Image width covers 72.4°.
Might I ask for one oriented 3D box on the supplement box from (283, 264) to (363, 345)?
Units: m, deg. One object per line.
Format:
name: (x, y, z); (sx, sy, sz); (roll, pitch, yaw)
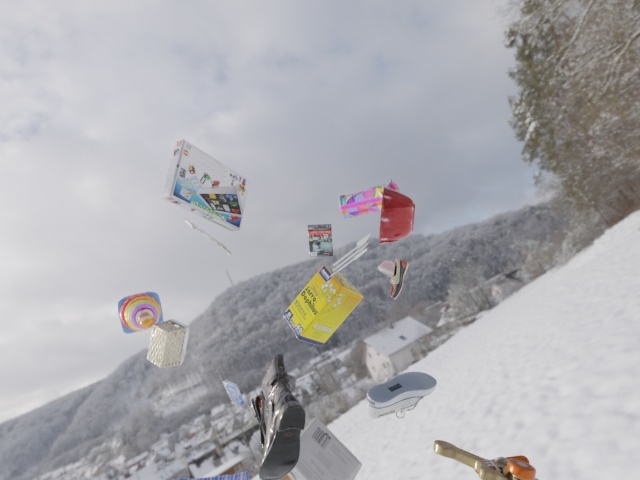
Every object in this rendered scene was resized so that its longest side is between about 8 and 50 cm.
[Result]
supplement box: (0.011, 0.340, 2.274); (0.195, 0.194, 0.356); (29, -77, -44)

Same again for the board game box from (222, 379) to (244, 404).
board game box: (-0.356, 0.621, 1.788); (0.020, 0.089, 0.090); (-28, 17, -38)

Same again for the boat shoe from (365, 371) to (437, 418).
boat shoe: (0.348, 0.692, 1.896); (0.368, 0.136, 0.156); (-8, -63, -34)

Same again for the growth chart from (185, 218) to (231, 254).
growth chart: (-0.521, -0.019, 2.032); (0.021, 0.237, 0.172); (-54, 24, -5)

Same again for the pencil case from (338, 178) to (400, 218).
pencil case: (0.177, -0.143, 1.579); (0.237, 0.104, 0.105); (-13, -2, 38)

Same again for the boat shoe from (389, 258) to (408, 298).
boat shoe: (0.253, 0.127, 1.457); (0.043, 0.136, 0.049); (22, -15, -11)

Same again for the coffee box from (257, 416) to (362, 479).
coffee box: (-0.066, 1.176, 2.180); (0.334, 0.338, 0.338); (-53, -13, 26)

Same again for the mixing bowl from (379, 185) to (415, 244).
mixing bowl: (0.234, -0.071, 1.331); (0.099, 0.181, 0.181); (5, -9, 11)

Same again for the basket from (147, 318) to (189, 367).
basket: (-0.612, 0.412, 1.749); (0.114, 0.167, 0.103); (16, 6, 33)

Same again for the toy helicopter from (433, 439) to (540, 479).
toy helicopter: (0.564, 0.761, 1.491); (0.356, 0.140, 0.235); (10, -4, 37)

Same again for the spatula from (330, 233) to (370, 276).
spatula: (0.140, 0.072, 2.056); (0.242, 0.019, 0.168); (-35, -20, -21)

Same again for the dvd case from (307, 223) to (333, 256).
dvd case: (0.000, 0.000, 1.581); (0.087, 0.119, 0.013); (-3, 10, 7)

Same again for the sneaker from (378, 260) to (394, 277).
sneaker: (0.348, 0.142, 2.091); (0.070, 0.134, 0.050); (-46, -22, -34)

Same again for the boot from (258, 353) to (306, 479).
boot: (-0.118, 0.470, 1.179); (0.091, 0.262, 0.229); (15, 12, -23)

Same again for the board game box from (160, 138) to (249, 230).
board game box: (-0.365, -0.171, 1.434); (0.053, 0.192, 0.305); (-3, -21, 33)

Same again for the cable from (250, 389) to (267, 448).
cable: (-0.294, 0.919, 2.270); (0.072, 0.287, 0.139); (7, -49, -41)

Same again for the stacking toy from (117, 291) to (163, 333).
stacking toy: (-0.725, 0.309, 1.789); (0.175, 0.165, 0.302); (-12, 5, -26)

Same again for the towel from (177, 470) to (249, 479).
towel: (-0.495, 1.101, 1.958); (0.337, 0.040, 0.243); (-4, -10, -6)
